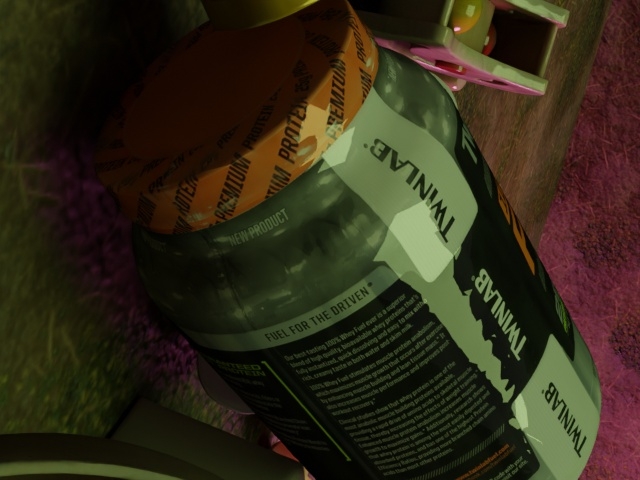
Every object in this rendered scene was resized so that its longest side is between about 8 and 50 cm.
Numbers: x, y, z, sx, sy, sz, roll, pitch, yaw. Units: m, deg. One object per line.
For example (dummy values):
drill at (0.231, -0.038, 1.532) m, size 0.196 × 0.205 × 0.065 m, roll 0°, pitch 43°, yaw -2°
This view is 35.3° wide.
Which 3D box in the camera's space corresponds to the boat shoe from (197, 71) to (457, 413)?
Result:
boat shoe at (0.000, 0.000, 0.778) m, size 0.301 × 0.108 × 0.102 m, roll -61°, pitch -171°, yaw -17°

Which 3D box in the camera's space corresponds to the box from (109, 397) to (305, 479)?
box at (-0.112, 0.244, 0.625) m, size 0.149 × 0.126 × 0.232 m, roll 89°, pitch 27°, yaw -44°

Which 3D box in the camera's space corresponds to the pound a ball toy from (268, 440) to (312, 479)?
pound a ball toy at (0.015, 0.312, 0.834) m, size 0.208 × 0.319 × 0.136 m, roll -43°, pitch 150°, yaw -27°

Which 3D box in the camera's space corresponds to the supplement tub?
supplement tub at (0.025, 0.026, 0.581) m, size 0.316 × 0.193 × 0.194 m, roll 54°, pitch 52°, yaw -36°

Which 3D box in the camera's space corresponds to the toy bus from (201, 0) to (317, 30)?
toy bus at (-0.043, -0.192, 0.442) m, size 0.104 × 0.202 × 0.191 m, roll -31°, pitch 155°, yaw -17°

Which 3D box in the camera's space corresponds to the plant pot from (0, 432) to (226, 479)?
plant pot at (-0.121, 0.200, 0.406) m, size 0.191 × 0.284 × 0.284 m, roll -163°, pitch -89°, yaw -72°

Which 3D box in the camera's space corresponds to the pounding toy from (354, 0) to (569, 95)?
pounding toy at (0.117, -0.153, 0.876) m, size 0.269 × 0.154 × 0.155 m, roll 2°, pitch 105°, yaw -71°
